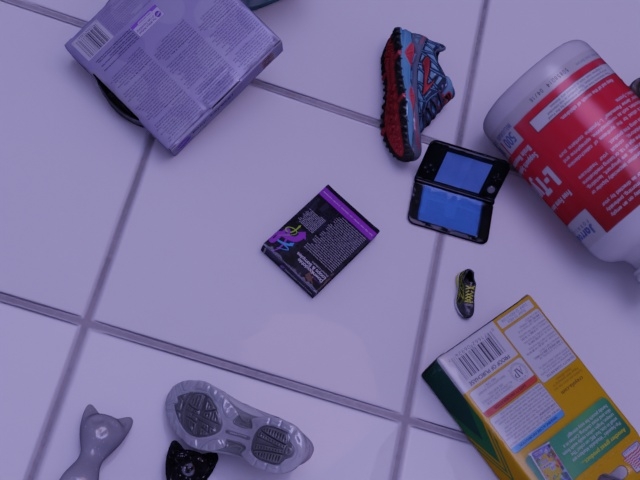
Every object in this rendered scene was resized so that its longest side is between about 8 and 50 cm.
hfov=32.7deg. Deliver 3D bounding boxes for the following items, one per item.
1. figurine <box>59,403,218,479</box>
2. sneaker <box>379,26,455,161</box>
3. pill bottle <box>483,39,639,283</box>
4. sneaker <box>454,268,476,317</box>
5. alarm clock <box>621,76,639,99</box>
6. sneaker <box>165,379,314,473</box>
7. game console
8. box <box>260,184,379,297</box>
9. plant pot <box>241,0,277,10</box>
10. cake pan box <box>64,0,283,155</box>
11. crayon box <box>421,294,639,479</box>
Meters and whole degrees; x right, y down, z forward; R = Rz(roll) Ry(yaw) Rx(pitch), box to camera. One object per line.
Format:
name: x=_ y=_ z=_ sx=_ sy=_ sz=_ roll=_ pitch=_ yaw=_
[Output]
figurine: x=-0.265 y=0.338 z=1.474 sx=0.215 sy=0.092 sz=0.209 roll=25 pitch=53 yaw=-3
sneaker: x=0.175 y=-0.249 z=1.859 sx=0.125 sy=0.104 sz=0.262 roll=9 pitch=63 yaw=-14
pill bottle: x=0.480 y=-0.115 z=1.808 sx=0.229 sy=0.229 sz=0.407 roll=-34 pitch=78 yaw=-27
sneaker: x=0.234 y=0.083 z=1.754 sx=0.031 sy=0.035 sz=0.083 roll=3 pitch=65 yaw=-13
alarm clock: x=0.603 y=-0.256 z=1.993 sx=0.192 sy=0.064 sz=0.129 roll=33 pitch=49 yaw=21
sneaker: x=-0.113 y=0.270 z=1.544 sx=0.232 sy=0.115 sz=0.090 roll=23 pitch=84 yaw=22
game console: x=0.231 y=-0.081 z=1.807 sx=0.144 sy=0.124 sz=0.085 roll=16 pitch=36 yaw=-8
box: x=0.000 y=0.000 z=1.733 sx=0.116 sy=0.029 sz=0.162 roll=43 pitch=61 yaw=8
plant pot: x=-0.130 y=-0.533 z=1.834 sx=0.272 sy=0.271 sz=0.255 roll=-24 pitch=89 yaw=-24
cake pan box: x=-0.234 y=-0.303 z=1.737 sx=0.246 sy=0.070 sz=0.267 roll=43 pitch=86 yaw=7
crayon box: x=0.334 y=0.271 z=1.666 sx=0.203 sy=0.083 sz=0.323 roll=-31 pitch=76 yaw=-26
